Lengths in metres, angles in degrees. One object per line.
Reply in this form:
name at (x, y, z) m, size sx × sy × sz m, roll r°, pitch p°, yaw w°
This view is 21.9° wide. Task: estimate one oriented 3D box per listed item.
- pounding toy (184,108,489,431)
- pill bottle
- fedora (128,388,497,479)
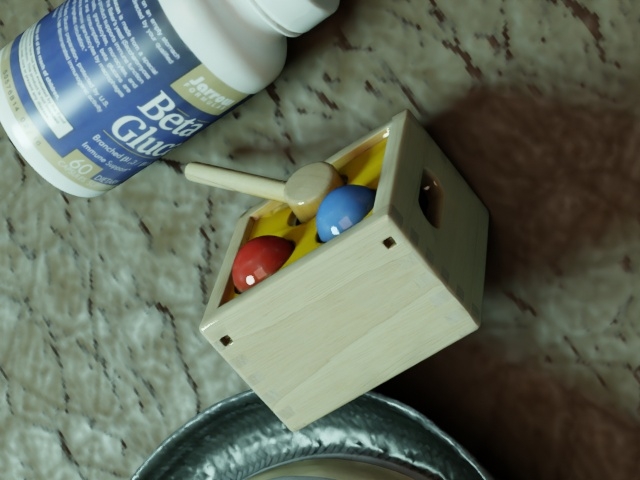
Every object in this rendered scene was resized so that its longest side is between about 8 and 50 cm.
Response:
pounding toy at (0.000, 0.000, 0.805) m, size 0.130 × 0.141 × 0.100 m, roll -31°, pitch 111°, yaw 23°
pill bottle at (-0.077, -0.101, 0.839) m, size 0.169 × 0.094 × 0.094 m, roll -31°, pitch 83°, yaw 23°
fedora at (-0.041, 0.229, 0.798) m, size 0.334 × 0.152 × 0.334 m, roll 2°, pitch 93°, yaw 36°
